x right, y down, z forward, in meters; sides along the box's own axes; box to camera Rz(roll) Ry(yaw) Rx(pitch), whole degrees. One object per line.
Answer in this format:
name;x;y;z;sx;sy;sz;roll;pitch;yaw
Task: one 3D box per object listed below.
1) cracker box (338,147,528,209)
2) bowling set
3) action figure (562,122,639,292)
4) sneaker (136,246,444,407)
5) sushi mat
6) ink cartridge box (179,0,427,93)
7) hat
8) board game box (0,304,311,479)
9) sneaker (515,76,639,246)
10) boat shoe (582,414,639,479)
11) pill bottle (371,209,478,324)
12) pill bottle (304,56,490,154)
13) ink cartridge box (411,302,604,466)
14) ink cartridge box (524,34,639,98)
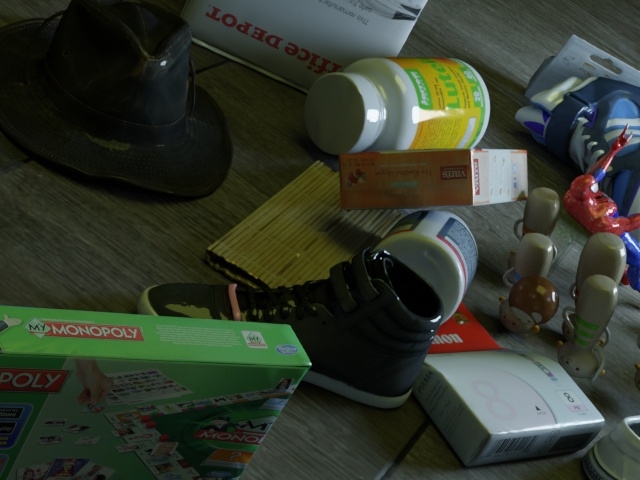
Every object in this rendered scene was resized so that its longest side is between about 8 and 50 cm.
cracker box;0.135;-0.072;1.512;0.155;0.067;0.232;-1;4;23
bowling set;0.266;0.078;1.486;0.199;0.154;0.287;-15;40;-34
action figure;0.392;-0.032;1.630;0.280;0.139;0.091;38;8;-49
sneaker;-0.017;0.057;1.235;0.295;0.147;0.105;17;34;-20
sushi mat;0.000;0.000;1.465;0.151;0.019;0.316;34;29;8
ink cartridge box;0.018;-0.410;1.731;0.285;0.395;0.166;24;28;-11
hat;-0.214;-0.195;1.459;0.331;0.134;0.331;23;30;-14
board game box;-0.187;0.138;0.893;0.317;0.214;0.046;7;37;-36
sneaker;0.395;-0.125;1.941;0.236;0.130;0.323;12;46;14
boat shoe;0.396;0.229;1.404;0.258;0.084;0.095;2;39;-40
pill bottle;0.116;0.025;1.434;0.108;0.108;0.180;33;19;5
pill bottle;0.097;-0.167;1.688;0.245;0.136;0.136;-9;48;-48
ink cartridge box;0.164;0.130;1.381;0.189;0.066;0.232;1;45;-42
ink cartridge box;0.424;-0.256;2.081;0.145;0.179;0.045;29;57;-3
